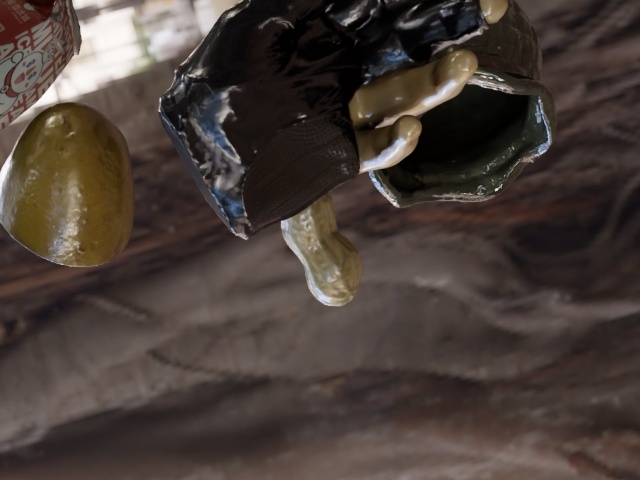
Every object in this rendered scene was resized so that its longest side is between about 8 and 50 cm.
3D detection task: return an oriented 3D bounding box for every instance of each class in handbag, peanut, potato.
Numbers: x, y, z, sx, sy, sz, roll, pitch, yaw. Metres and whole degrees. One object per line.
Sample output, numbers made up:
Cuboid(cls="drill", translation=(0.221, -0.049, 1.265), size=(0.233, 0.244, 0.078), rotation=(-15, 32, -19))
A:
Cuboid(cls="handbag", translation=(-0.434, -0.231, 2.069), size=(0.151, 0.298, 0.171), rotation=(45, 156, 26))
Cuboid(cls="peanut", translation=(0.000, 0.000, 2.095), size=(0.187, 0.082, 0.082), rotation=(65, 178, -17))
Cuboid(cls="potato", translation=(-0.300, -0.088, 2.007), size=(0.203, 0.178, 0.158), rotation=(-79, 8, -49))

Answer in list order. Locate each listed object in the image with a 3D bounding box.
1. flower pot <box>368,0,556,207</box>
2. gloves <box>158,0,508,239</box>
Cuboid(cls="flower pot", translation=(0.146, -0.194, 2.147), size=(0.302, 0.302, 0.213), rotation=(81, 172, -56))
Cuboid(cls="gloves", translation=(0.010, -0.142, 1.314), size=(0.197, 0.301, 0.152), rotation=(60, -167, -23))
